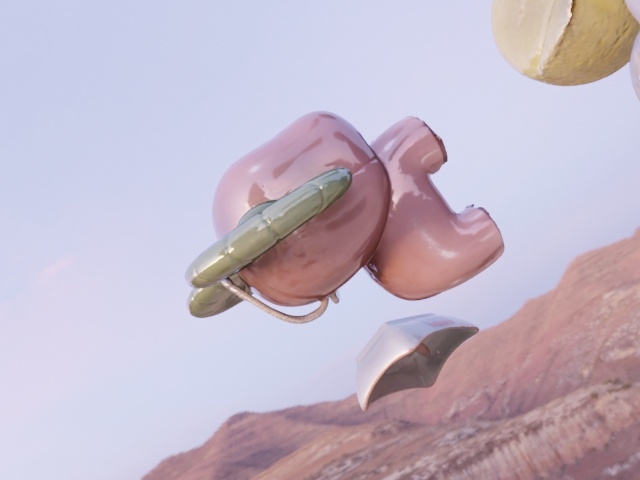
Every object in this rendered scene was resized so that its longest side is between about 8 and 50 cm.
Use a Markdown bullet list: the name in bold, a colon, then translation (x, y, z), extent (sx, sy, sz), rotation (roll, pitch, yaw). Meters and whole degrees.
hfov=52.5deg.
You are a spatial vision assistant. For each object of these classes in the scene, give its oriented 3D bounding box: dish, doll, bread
- **dish**: translation (0.141, 0.176, 1.029), extent (0.212, 0.077, 0.151), rotation (-2, -48, -49)
- **doll**: translation (0.000, 0.000, 0.611), extent (0.268, 0.216, 0.284), rotation (-32, -7, -15)
- **bread**: translation (0.496, -0.464, 1.266), extent (0.237, 0.321, 0.320), rotation (6, -36, -30)

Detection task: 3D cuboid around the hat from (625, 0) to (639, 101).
- **hat**: translation (0.383, -0.202, 0.655), extent (0.161, 0.275, 0.232), rotation (-35, -55, 19)
